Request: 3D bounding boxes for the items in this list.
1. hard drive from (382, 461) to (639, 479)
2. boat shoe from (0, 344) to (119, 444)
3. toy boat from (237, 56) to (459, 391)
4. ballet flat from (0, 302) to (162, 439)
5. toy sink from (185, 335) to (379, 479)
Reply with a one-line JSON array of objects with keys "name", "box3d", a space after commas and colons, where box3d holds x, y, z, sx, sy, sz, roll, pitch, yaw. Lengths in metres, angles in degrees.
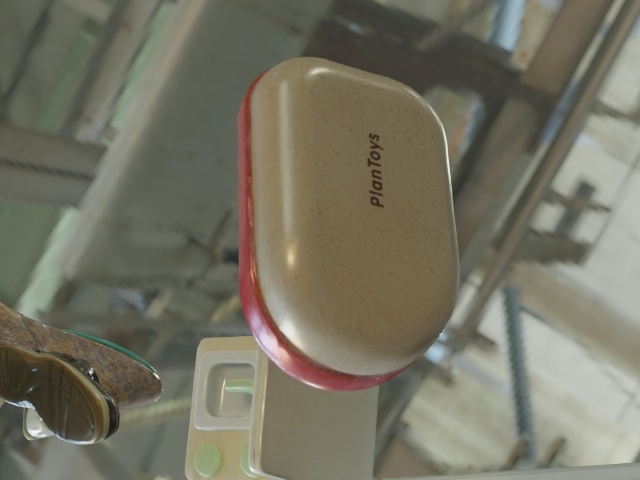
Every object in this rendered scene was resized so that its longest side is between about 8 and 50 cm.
[{"name": "hard drive", "box3d": [0.213, 0.323, 1.899, 0.040, 0.307, 0.203, -106, 15, -60]}, {"name": "boat shoe", "box3d": [-0.181, 0.105, 1.333, 0.049, 0.152, 0.056, -3, -73, -37]}, {"name": "toy boat", "box3d": [0.000, 0.000, 1.269, 0.151, 0.151, 0.231, -48, 35, 47]}, {"name": "ballet flat", "box3d": [-0.286, 0.127, 1.771, 0.316, 0.106, 0.107, 27, -43, -32]}, {"name": "toy sink", "box3d": [-0.052, 0.182, 1.925, 0.234, 0.131, 0.153, 26, -116, -57]}]
